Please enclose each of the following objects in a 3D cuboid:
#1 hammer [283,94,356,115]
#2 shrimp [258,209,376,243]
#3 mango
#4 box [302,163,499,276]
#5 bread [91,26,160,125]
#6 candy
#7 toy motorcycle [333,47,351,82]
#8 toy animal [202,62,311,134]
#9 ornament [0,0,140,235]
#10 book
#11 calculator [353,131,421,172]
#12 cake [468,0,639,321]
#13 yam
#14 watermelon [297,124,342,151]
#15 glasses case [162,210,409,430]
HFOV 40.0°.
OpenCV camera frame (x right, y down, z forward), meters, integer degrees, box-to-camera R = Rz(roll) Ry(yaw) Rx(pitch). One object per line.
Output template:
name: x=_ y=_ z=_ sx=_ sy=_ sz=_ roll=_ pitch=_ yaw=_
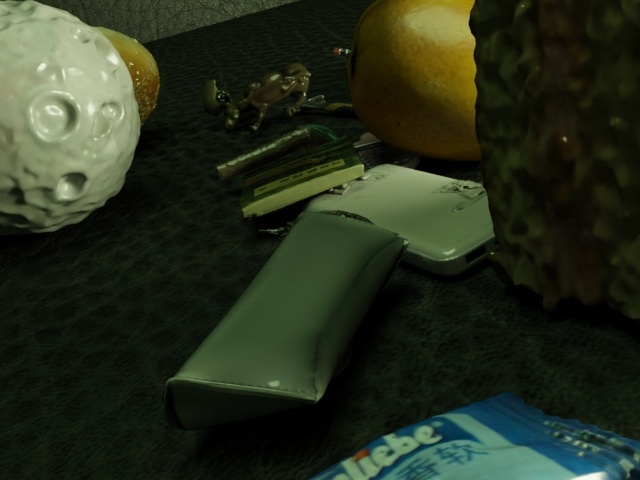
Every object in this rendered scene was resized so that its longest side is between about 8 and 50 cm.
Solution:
hammer: x=0.024 y=-0.229 z=1.522 sx=0.078 sy=0.021 sz=0.201 roll=-29 pitch=27 yaw=-33
shrimp: x=0.000 y=0.000 z=0.951 sx=0.165 sy=0.065 sz=0.056 roll=-1 pitch=-7 yaw=41
mango: x=0.212 y=-0.211 z=1.121 sx=0.378 sy=0.221 sz=0.264 roll=8 pitch=28 yaw=17
box: x=0.103 y=-0.031 z=0.983 sx=0.142 sy=0.044 sz=0.285 roll=-27 pitch=26 yaw=-24
bread: x=-0.438 y=-0.258 z=1.605 sx=0.305 sy=0.159 sz=0.305 roll=-18 pitch=-14 yaw=-4
candy: x=0.030 y=0.180 z=0.492 sx=0.331 sy=0.077 sz=0.187 roll=-22 pitch=17 yaw=-21
toy motorcycle: x=0.125 y=-0.329 z=1.605 sx=0.150 sy=0.102 sz=0.221 roll=20 pitch=38 yaw=34
toy animal: x=-0.113 y=-0.253 z=1.569 sx=0.214 sy=0.094 sz=0.186 roll=-23 pitch=31 yaw=10
ornament: x=-0.415 y=-0.176 z=1.248 sx=0.337 sy=0.337 sz=0.337 roll=-12 pitch=22 yaw=5
book: x=-0.026 y=-0.086 z=1.150 sx=0.160 sy=0.024 sz=0.228 roll=-20 pitch=14 yaw=4
calculator: x=0.087 y=-0.121 z=1.229 sx=0.103 sy=0.024 sz=0.166 roll=-14 pitch=25 yaw=1
cake: x=0.316 y=-0.111 z=0.706 sx=0.293 sy=0.314 sz=0.307 roll=-25 pitch=23 yaw=-29
yam: x=-0.079 y=-0.123 z=1.251 sx=0.145 sy=0.032 sz=0.032 roll=-24 pitch=24 yaw=-9
watermelon: x=0.005 y=-0.134 z=1.293 sx=0.061 sy=0.085 sz=0.085 roll=-53 pitch=20 yaw=12
glasses case: x=-0.016 y=0.071 z=0.762 sx=0.128 sy=0.083 sz=0.308 roll=2 pitch=26 yaw=21
